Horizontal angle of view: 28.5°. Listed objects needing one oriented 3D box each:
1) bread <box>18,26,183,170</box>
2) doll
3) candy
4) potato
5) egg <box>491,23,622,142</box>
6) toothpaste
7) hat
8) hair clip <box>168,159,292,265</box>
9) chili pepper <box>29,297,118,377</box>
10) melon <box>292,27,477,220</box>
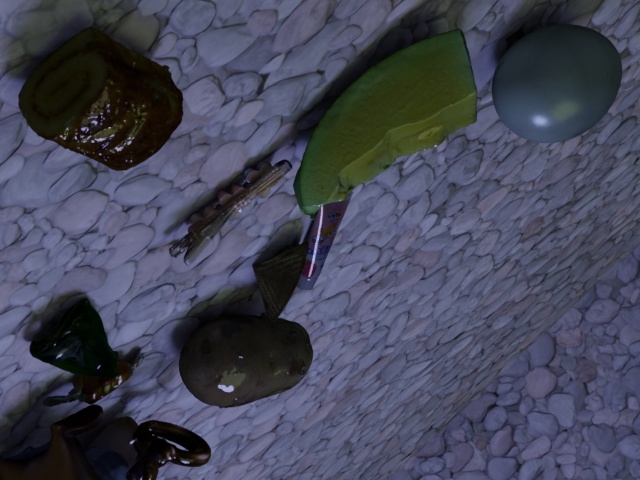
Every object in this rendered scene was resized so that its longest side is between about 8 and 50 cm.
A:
[{"bbox_3d":[-0.237,-0.149,1.396,0.132,0.103,0.172,-42,159,11],"label":"bread"},{"bbox_3d":[-0.360,0.368,2.004,0.340,0.318,0.209,41,55,-73],"label":"doll"},{"bbox_3d":[-0.341,0.220,1.949,0.182,0.046,0.053,-24,153,-38],"label":"candy"},{"bbox_3d":[-0.128,0.197,2.105,0.262,0.165,0.165,-7,140,-42],"label":"potato"},{"bbox_3d":[0.386,-0.257,2.036,0.264,0.183,0.183,-30,155,-40],"label":"egg"},{"bbox_3d":[0.000,0.000,2.088,0.067,0.043,0.194,-15,140,-39],"label":"toothpaste"},{"bbox_3d":[-0.080,0.054,2.041,0.146,0.067,0.146,-61,-169,21],"label":"hat"},{"bbox_3d":[-0.132,-0.047,1.801,0.214,0.056,0.062,-45,141,-11],"label":"hair clip"},{"bbox_3d":[-0.339,0.154,1.822,0.108,0.062,0.216,-40,158,-2],"label":"chili pepper"},{"bbox_3d":[0.083,-0.165,1.825,0.323,0.124,0.196,-32,154,-4],"label":"melon"}]
